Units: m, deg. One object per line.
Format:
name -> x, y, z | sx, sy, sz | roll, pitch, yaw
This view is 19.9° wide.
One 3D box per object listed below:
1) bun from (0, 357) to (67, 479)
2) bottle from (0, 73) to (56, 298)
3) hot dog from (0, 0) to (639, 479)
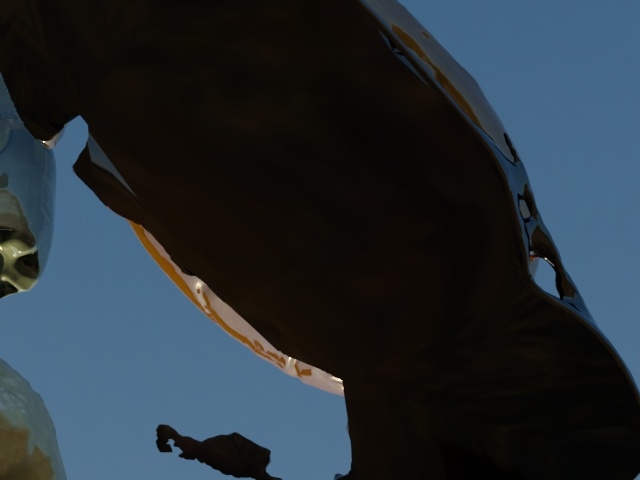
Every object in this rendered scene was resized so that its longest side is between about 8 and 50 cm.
bun -> -0.331, 0.185, 1.171 | 0.227, 0.349, 0.352 | -16, -87, -47
bottle -> -0.234, -0.062, 1.335 | 0.083, 0.270, 0.083 | -4, -54, -5
hot dog -> 0.003, -0.005, 0.800 | 0.194, 0.107, 0.326 | -32, -101, 19
